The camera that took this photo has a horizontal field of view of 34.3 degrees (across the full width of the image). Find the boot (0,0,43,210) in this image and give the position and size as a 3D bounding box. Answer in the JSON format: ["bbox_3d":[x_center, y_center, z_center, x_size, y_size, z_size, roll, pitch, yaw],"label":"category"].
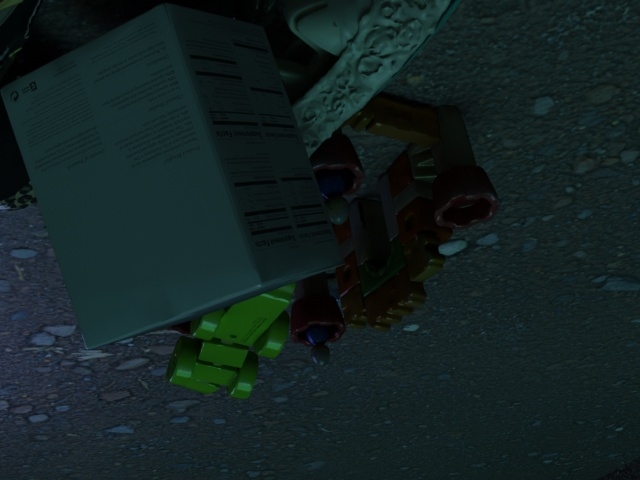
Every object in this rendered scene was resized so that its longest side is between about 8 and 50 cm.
[{"bbox_3d":[-0.324,-0.178,1.058,0.377,0.138,0.284,-55,162,8],"label":"boot"}]

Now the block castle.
[{"bbox_3d":[0.000,0.000,1.418,0.303,0.212,0.453,10,145,-31],"label":"block castle"}]

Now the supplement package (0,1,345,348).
[{"bbox_3d":[-0.137,-0.059,1.011,0.199,0.262,0.198,-21,176,24],"label":"supplement package"}]

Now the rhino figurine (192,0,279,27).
[{"bbox_3d":[-0.137,-0.211,1.143,0.243,0.073,0.106,-30,149,28],"label":"rhino figurine"}]

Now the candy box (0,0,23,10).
[{"bbox_3d":[-0.313,-0.318,0.745,0.088,0.183,0.316,-27,160,-18],"label":"candy box"}]

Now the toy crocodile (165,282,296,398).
[{"bbox_3d":[-0.122,0.120,1.361,0.115,0.105,0.340,15,144,-15],"label":"toy crocodile"}]

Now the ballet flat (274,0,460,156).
[{"bbox_3d":[-0.015,-0.180,1.115,0.147,0.147,0.409,21,122,-42],"label":"ballet flat"}]

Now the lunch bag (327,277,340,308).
[{"bbox_3d":[-0.001,0.100,1.761,0.071,0.053,0.083,-6,160,-4],"label":"lunch bag"}]
